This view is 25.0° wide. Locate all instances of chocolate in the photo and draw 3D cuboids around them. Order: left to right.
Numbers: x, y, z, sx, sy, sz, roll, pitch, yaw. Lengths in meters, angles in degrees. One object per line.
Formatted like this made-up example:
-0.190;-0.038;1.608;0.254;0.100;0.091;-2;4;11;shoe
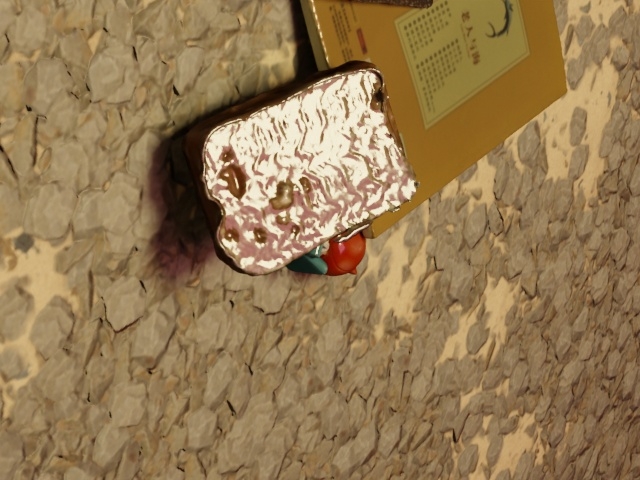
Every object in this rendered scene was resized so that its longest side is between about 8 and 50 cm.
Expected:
-0.026;-0.066;1.312;0.214;0.093;0.148;-24;104;-23;chocolate

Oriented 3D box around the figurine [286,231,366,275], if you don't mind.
0.000;0.000;1.435;0.140;0.068;0.075;26;73;-52;figurine

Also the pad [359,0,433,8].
0.013;-0.332;1.328;0.330;0.004;0.220;-5;96;-52;pad

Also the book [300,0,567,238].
0.133;-0.203;1.516;0.389;0.032;0.269;-35;119;-41;book
